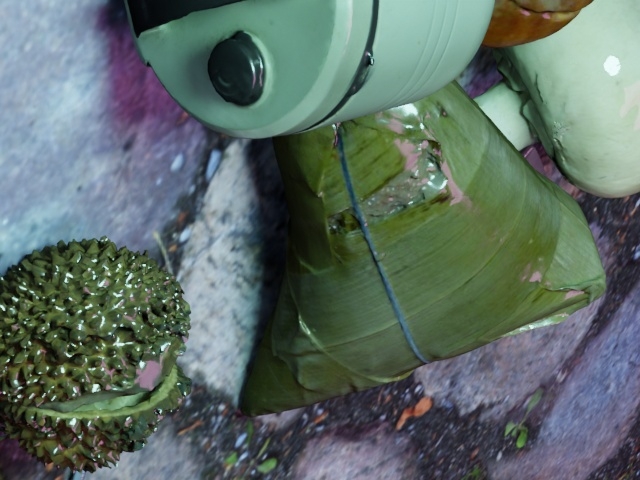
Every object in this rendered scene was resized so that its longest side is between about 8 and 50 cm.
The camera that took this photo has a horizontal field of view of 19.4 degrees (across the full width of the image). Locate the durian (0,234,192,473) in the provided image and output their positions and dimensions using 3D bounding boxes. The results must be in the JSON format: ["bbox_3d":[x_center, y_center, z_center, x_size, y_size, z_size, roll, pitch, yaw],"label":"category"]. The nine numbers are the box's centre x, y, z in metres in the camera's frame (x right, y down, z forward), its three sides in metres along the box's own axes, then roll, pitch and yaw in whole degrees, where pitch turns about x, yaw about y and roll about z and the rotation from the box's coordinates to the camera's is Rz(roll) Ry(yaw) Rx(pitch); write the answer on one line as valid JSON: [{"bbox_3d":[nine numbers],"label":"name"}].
[{"bbox_3d":[-0.193,0.091,1.428,0.196,0.167,0.196,-12,115,-26],"label":"durian"}]

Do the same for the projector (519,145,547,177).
[{"bbox_3d":[0.174,-0.035,1.907,0.115,0.061,0.147,-47,150,-11],"label":"projector"}]

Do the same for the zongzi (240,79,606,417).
[{"bbox_3d":[0.000,0.000,1.630,0.393,0.174,0.356,-25,133,22],"label":"zongzi"}]

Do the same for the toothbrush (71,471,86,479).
[{"bbox_3d":[-0.193,0.157,1.615,0.013,0.019,0.193,-15,135,-50],"label":"toothbrush"}]

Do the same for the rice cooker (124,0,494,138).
[{"bbox_3d":[-0.014,-0.188,1.318,0.244,0.226,0.226,-22,138,-47],"label":"rice cooker"}]

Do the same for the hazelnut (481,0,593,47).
[{"bbox_3d":[0.148,-0.250,1.537,0.182,0.182,0.182,-37,147,-29],"label":"hazelnut"}]

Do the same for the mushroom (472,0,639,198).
[{"bbox_3d":[0.226,-0.147,1.709,0.202,0.246,0.246,-29,152,8],"label":"mushroom"}]
